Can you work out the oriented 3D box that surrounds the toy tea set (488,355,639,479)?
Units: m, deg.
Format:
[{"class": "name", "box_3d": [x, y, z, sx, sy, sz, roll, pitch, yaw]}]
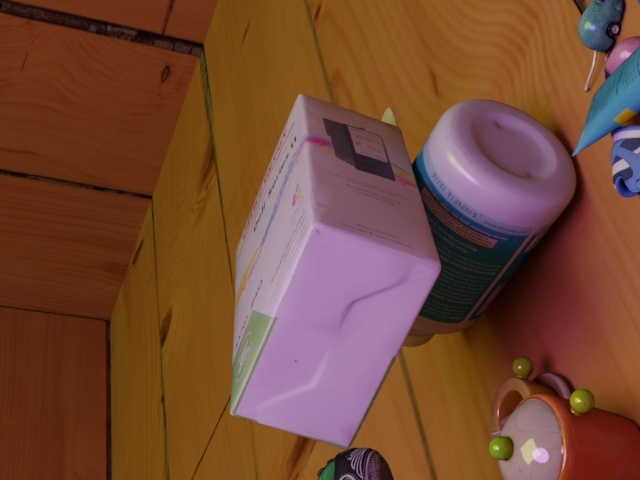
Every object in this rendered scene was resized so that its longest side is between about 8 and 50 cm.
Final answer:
[{"class": "toy tea set", "box_3d": [0.161, 0.266, 0.899, 0.200, 0.124, 0.336, 175, 104, -69]}]

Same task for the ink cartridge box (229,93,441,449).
[{"class": "ink cartridge box", "box_3d": [0.000, 0.000, 1.020, 0.353, 0.119, 0.207, -96, 27, -61]}]

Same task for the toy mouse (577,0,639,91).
[{"class": "toy mouse", "box_3d": [0.266, -0.187, 0.961, 0.143, 0.031, 0.161, 123, 149, -48]}]

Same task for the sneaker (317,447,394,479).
[{"class": "sneaker", "box_3d": [0.101, 0.292, 0.816, 0.146, 0.134, 0.343, -41, 47, 8]}]

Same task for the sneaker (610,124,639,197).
[{"class": "sneaker", "box_3d": [0.279, -0.063, 0.844, 0.144, 0.053, 0.059, -175, 95, -78]}]

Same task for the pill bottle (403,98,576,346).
[{"class": "pill bottle", "box_3d": [0.132, -0.004, 1.071, 0.264, 0.146, 0.146, 120, 152, -42]}]

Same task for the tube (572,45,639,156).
[{"class": "tube", "box_3d": [0.277, -0.146, 0.849, 0.207, 0.052, 0.080, -43, 9, 49]}]
